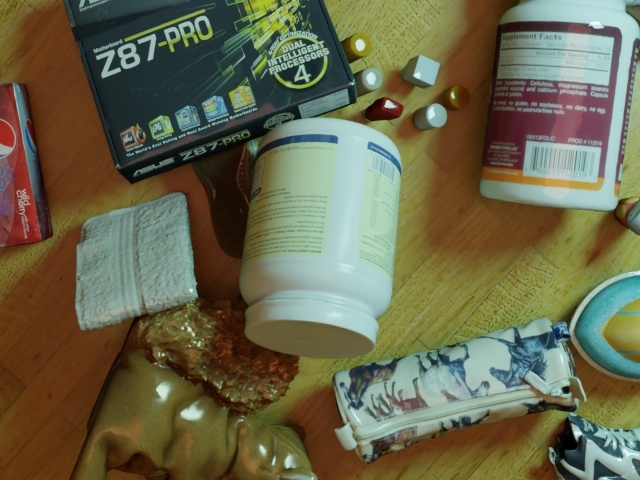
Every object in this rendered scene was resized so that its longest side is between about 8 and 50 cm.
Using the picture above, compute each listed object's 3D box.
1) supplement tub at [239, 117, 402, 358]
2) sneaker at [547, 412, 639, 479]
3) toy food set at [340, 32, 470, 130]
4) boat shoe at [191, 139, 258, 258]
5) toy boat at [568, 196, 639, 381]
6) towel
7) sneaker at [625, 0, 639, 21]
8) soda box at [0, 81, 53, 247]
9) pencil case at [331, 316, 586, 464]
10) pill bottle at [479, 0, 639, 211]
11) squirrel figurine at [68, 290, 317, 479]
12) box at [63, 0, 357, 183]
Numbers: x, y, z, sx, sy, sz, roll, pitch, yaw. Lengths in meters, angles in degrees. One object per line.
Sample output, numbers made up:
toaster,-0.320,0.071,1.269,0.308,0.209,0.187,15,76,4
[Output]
supplement tub,0.000,0.000,1.629,0.235,0.235,0.325,7,69,-2
sneaker,0.493,0.339,1.794,0.235,0.094,0.153,-33,104,12
toy food set,0.122,-0.250,1.746,0.232,0.104,0.111,20,81,-21
boat shoe,-0.150,-0.112,1.749,0.104,0.089,0.285,-8,92,15
toy boat,0.540,0.081,1.744,0.267,0.148,0.318,-9,96,0
towel,-0.292,0.025,1.666,0.187,0.282,0.049,-17,126,0
sneaker,0.541,-0.457,1.705,0.127,0.126,0.321,-23,97,-5
soda box,-0.513,-0.123,1.731,0.092,0.083,0.263,-8,96,0
pencil case,0.221,0.249,1.736,0.410,0.183,0.160,-15,96,1
pill bottle,0.383,-0.251,1.672,0.224,0.224,0.392,6,95,-2
squirrel figurine,-0.162,0.278,1.691,0.370,0.281,0.397,23,97,-10
box,-0.176,-0.305,1.676,0.394,0.097,0.318,-19,74,0
